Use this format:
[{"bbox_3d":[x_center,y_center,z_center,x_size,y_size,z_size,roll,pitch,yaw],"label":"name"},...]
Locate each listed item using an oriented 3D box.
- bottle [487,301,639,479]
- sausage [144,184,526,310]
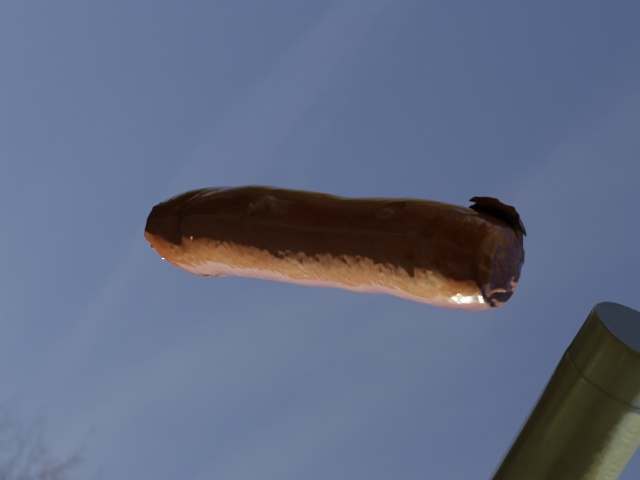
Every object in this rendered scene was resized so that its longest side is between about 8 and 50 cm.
[{"bbox_3d":[0.157,0.139,1.119,0.201,0.072,0.072,-62,-144,24],"label":"bottle"},{"bbox_3d":[0.000,0.000,1.525,0.419,0.094,0.094,6,-63,45],"label":"sausage"}]
